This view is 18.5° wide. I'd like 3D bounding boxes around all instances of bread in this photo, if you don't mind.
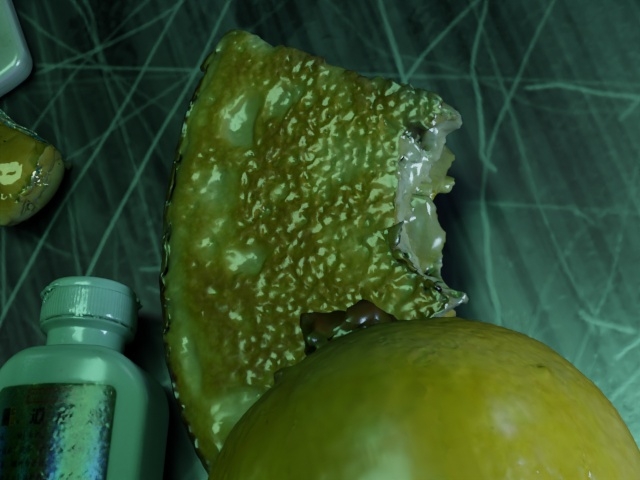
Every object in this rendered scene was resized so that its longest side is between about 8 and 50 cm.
[{"bbox_3d":[-0.239,-0.058,1.435,0.106,0.053,0.072,34,79,33],"label":"bread"}]

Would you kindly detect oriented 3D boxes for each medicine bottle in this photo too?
[{"bbox_3d":[-0.166,0.140,1.311,0.121,0.083,0.229,-3,69,20],"label":"medicine bottle"}]

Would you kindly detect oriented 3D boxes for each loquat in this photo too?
[{"bbox_3d":[0.054,0.164,1.123,0.274,0.275,0.275,-7,67,16],"label":"loquat"}]

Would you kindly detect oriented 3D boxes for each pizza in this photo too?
[{"bbox_3d":[0.000,0.000,1.309,0.223,0.089,0.324,-8,68,22],"label":"pizza"}]

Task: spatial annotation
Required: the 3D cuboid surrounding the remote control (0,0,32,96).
[{"bbox_3d":[-0.283,-0.185,1.515,0.087,0.029,0.190,-25,63,8],"label":"remote control"}]
